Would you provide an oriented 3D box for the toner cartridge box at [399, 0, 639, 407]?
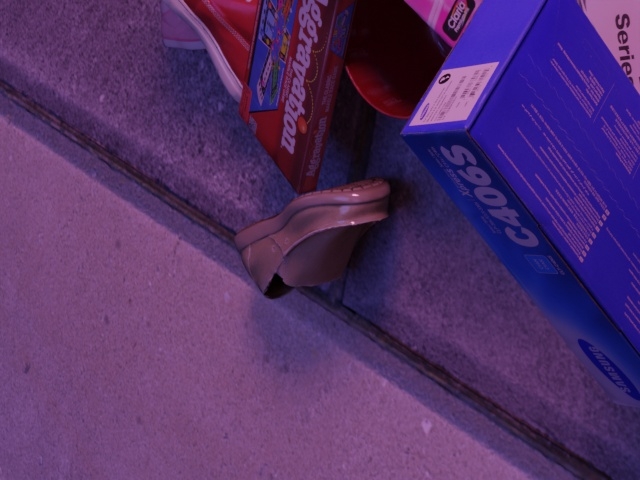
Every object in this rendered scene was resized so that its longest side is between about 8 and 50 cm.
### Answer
[{"bbox_3d":[0.217,-0.030,1.345,0.075,0.165,0.348,2,141,49],"label":"toner cartridge box"}]

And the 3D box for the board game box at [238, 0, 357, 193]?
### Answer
[{"bbox_3d":[-0.025,-0.198,1.708,0.145,0.027,0.281,53,145,36],"label":"board game box"}]

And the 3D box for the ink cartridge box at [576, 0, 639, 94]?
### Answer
[{"bbox_3d":[0.255,-0.196,1.438,0.273,0.115,0.198,-3,97,50],"label":"ink cartridge box"}]

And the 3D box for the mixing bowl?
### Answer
[{"bbox_3d":[0.110,-0.212,1.619,0.181,0.098,0.181,15,110,48],"label":"mixing bowl"}]

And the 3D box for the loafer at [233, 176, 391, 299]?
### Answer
[{"bbox_3d":[0.000,0.000,1.811,0.268,0.102,0.092,-26,80,59],"label":"loafer"}]

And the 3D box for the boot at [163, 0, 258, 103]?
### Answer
[{"bbox_3d":[-0.083,-0.285,1.816,0.244,0.088,0.176,55,138,-3],"label":"boot"}]

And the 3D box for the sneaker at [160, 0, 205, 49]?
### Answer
[{"bbox_3d":[-0.146,-0.262,1.945,0.134,0.051,0.070,13,114,52],"label":"sneaker"}]

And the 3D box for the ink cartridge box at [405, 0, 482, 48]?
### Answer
[{"bbox_3d":[0.061,-0.349,1.470,0.371,0.069,0.175,50,134,26],"label":"ink cartridge box"}]
